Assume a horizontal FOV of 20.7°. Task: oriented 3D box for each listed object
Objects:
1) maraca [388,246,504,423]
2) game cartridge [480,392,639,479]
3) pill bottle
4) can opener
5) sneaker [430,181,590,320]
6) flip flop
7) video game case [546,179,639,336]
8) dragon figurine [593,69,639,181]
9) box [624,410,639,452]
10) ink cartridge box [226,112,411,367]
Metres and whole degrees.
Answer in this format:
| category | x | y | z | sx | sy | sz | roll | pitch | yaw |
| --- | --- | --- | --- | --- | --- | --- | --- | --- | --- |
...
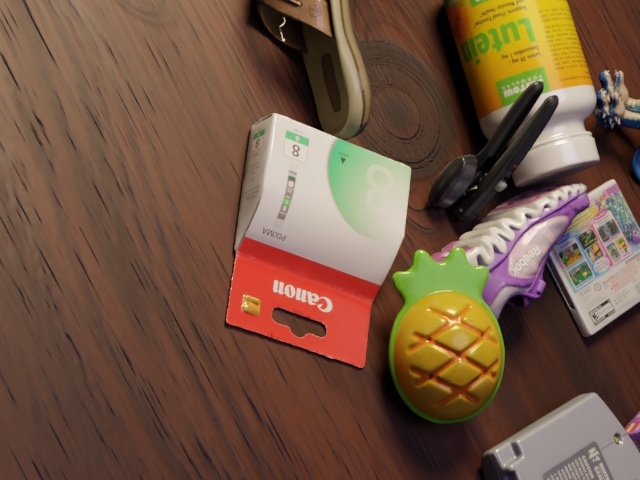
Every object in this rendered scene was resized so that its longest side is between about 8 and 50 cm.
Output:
| category | x | y | z | sx | sy | sz | roll | pitch | yaw |
| --- | --- | --- | --- | --- | --- | --- | --- | --- | --- |
| maraca | 0.132 | 0.101 | 1.846 | 0.127 | 0.099 | 0.185 | -4 | 88 | -16 |
| game cartridge | 0.308 | 0.331 | 1.938 | 0.198 | 0.062 | 0.297 | -24 | 90 | -43 |
| pill bottle | 0.236 | -0.192 | 2.002 | 0.136 | 0.136 | 0.245 | -11 | 82 | -38 |
| can opener | 0.199 | -0.095 | 1.930 | 0.059 | 0.186 | 0.073 | 49 | 23 | 15 |
| sneaker | 0.222 | 0.017 | 1.959 | 0.236 | 0.095 | 0.104 | -35 | 101 | -32 |
| flip flop | -0.022 | -0.237 | 1.862 | 0.080 | 0.112 | 0.277 | -15 | 89 | -24 |
| video game case | 0.331 | 0.019 | 2.078 | 0.157 | 0.019 | 0.143 | -29 | 93 | -38 |
| dragon figurine | 0.440 | -0.110 | 2.156 | 0.289 | 0.144 | 0.085 | 49 | 49 | -37 |
| box | 0.496 | 0.289 | 2.084 | 0.201 | 0.057 | 0.293 | -40 | 100 | -38 |
| ink cartridge box | 0.000 | 0.000 | 1.824 | 0.181 | 0.056 | 0.224 | 20 | 62 | -29 |
